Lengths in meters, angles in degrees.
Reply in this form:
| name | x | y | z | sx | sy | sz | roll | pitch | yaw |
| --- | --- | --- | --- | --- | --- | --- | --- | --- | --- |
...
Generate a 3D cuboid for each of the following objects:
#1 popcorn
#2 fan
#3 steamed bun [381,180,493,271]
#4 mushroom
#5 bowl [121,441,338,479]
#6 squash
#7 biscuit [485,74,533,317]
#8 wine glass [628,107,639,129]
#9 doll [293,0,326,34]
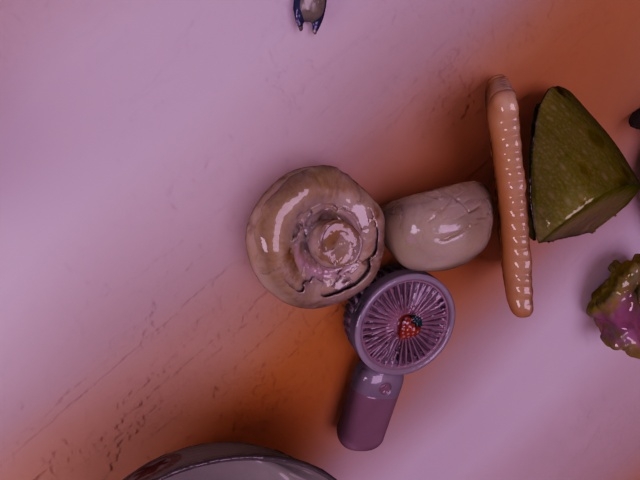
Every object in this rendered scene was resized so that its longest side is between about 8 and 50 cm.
| name | x | y | z | sx | sy | sz | roll | pitch | yaw |
| --- | --- | --- | --- | --- | --- | --- | --- | --- | --- |
| popcorn | 0.446 | 0.090 | 0.742 | 0.126 | 0.126 | 0.144 | 1 | 96 | -11 |
| fan | 0.078 | 0.146 | 0.651 | 0.130 | 0.074 | 0.244 | 9 | 104 | -23 |
| steamed bun | 0.133 | -0.012 | 0.592 | 0.130 | 0.113 | 0.090 | -14 | 88 | -39 |
| mushroom | 0.000 | 0.000 | 0.553 | 0.154 | 0.122 | 0.154 | -5 | 103 | -22 |
| bowl | -0.127 | 0.336 | 0.587 | 0.338 | 0.157 | 0.336 | -6 | 108 | -19 |
| squash | 0.315 | -0.092 | 0.620 | 0.192 | 0.085 | 0.183 | -8 | 96 | -45 |
| biscuit | 0.212 | -0.053 | 0.607 | 0.030 | 0.160 | 0.249 | -6 | 112 | 17 |
| wine glass | 0.484 | -0.085 | 0.719 | 0.093 | 0.093 | 0.202 | -31 | 114 | -9 |
| doll | -0.005 | -0.268 | 0.522 | 0.037 | 0.027 | 0.125 | 0 | 106 | -28 |
